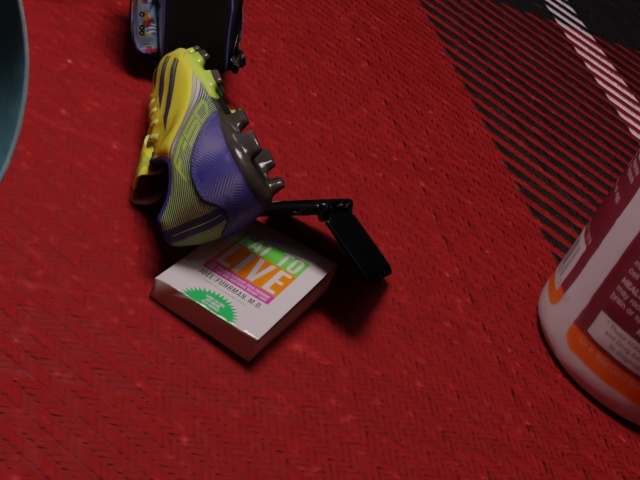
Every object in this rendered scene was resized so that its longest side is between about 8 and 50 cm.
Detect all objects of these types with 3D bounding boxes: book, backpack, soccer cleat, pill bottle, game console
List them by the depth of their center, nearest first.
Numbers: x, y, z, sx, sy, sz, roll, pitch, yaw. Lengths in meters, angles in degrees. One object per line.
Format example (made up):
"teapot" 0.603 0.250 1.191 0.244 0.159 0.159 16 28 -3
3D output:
"book" -0.061 0.035 1.058 0.096 0.035 0.144 32 32 11
"soccer cleat" -0.121 -0.086 1.123 0.093 0.121 0.289 59 0 -31
"game console" 0.000 0.000 1.126 0.107 0.071 0.122 -2 2 11
"pill bottle" 0.384 -0.028 1.159 0.224 0.392 0.224 21 32 -14
"backpack" -0.132 -0.260 1.314 0.117 0.158 0.173 2 23 -9

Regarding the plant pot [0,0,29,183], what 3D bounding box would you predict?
"plant pot" -0.363 -0.120 0.838 0.195 0.290 0.290 7 16 35
